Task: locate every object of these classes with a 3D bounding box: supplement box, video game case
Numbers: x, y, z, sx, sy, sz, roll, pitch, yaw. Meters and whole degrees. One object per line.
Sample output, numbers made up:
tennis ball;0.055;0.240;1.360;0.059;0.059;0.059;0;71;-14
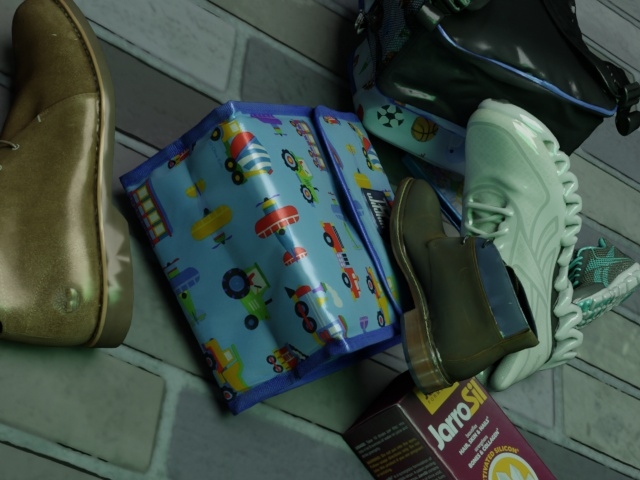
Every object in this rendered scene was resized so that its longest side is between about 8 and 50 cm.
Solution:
supplement box;0.124;0.203;1.106;0.188;0.081;0.104;52;44;-1
video game case;0.168;-0.052;1.350;0.166;0.015;0.119;50;44;-4

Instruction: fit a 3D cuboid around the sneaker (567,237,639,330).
sneaker;0.288;0.045;1.370;0.076;0.065;0.166;47;38;18

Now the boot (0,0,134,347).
boot;-0.223;-0.065;0.974;0.115;0.112;0.305;1;65;-28

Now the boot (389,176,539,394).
boot;0.124;0.023;1.083;0.082;0.106;0.219;47;31;-47

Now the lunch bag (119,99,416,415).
lunch bag;0.000;0.000;1.120;0.293;0.138;0.221;-13;75;-59

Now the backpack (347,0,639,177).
backpack;0.153;-0.201;1.282;0.276;0.213;0.263;26;42;-28

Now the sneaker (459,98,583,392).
sneaker;0.174;0.012;1.181;0.118;0.110;0.292;-29;120;-32
